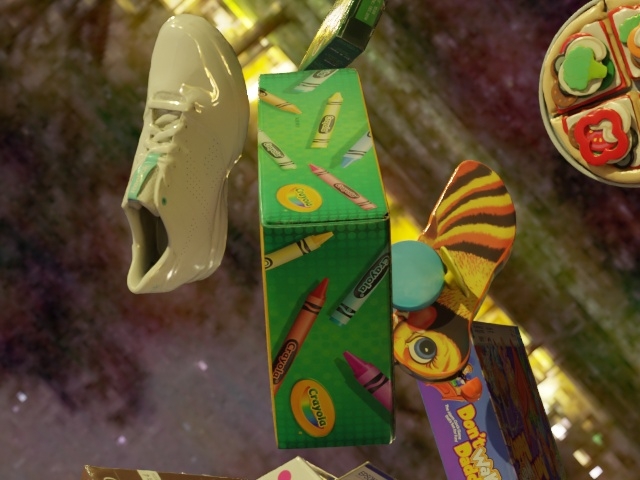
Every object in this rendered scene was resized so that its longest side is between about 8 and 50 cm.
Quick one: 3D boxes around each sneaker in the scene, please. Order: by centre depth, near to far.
[{"bbox_3d":[-0.110,-0.058,0.950,0.080,0.212,0.094,14,-158,29],"label":"sneaker"}]

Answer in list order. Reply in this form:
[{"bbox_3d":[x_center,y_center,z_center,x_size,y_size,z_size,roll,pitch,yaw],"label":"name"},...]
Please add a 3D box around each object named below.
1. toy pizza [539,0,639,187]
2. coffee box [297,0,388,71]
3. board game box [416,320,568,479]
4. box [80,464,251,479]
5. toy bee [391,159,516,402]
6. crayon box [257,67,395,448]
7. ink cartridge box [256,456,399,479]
[{"bbox_3d":[0.313,-0.154,1.286,0.201,0.201,0.032,49,-156,18],"label":"toy pizza"},{"bbox_3d":[0.030,-0.250,1.517,0.040,0.113,0.184,28,163,-11],"label":"coffee box"},{"bbox_3d":[0.216,0.224,1.592,0.347,0.078,0.233,14,-123,-71],"label":"board game box"},{"bbox_3d":[-0.160,0.358,1.383,0.203,0.167,0.168,10,-169,-24],"label":"box"},{"bbox_3d":[0.119,0.078,1.286,0.162,0.298,0.195,38,-167,12],"label":"toy bee"},{"bbox_3d":[0.000,0.000,0.909,0.278,0.081,0.165,-96,2,-63],"label":"crayon box"},{"bbox_3d":[-0.059,0.370,1.640,0.176,0.371,0.069,40,-154,-50],"label":"ink cartridge box"}]
